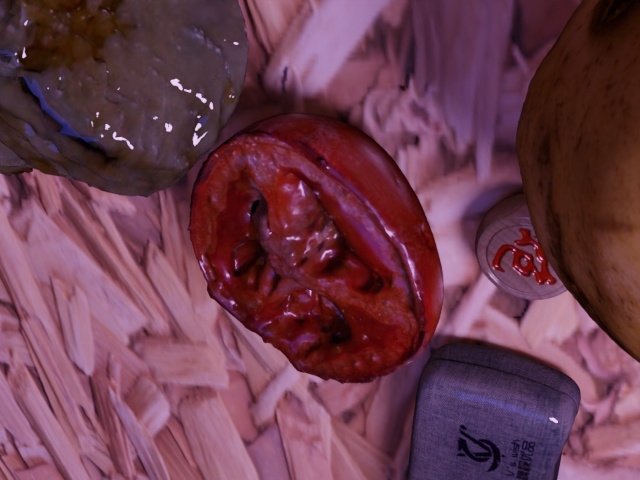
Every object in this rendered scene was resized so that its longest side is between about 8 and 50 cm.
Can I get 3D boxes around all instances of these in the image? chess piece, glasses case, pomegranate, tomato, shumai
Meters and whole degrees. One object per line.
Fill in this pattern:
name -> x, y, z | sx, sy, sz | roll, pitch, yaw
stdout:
chess piece -> 0.157, 0.004, 0.673 | 0.083, 0.038, 0.084 | 12, 127, 17
glasses case -> 0.144, 0.234, 0.823 | 0.131, 0.074, 0.323 | 13, 128, 17
pomegranate -> 0.237, -0.047, 0.449 | 0.281, 0.281, 0.281 | 14, 128, 18
tomato -> 0.001, -0.004, 0.711 | 0.228, 0.101, 0.228 | 20, 131, 24
shumai -> -0.192, -0.144, 0.681 | 0.256, 0.189, 0.218 | 46, 152, -11
